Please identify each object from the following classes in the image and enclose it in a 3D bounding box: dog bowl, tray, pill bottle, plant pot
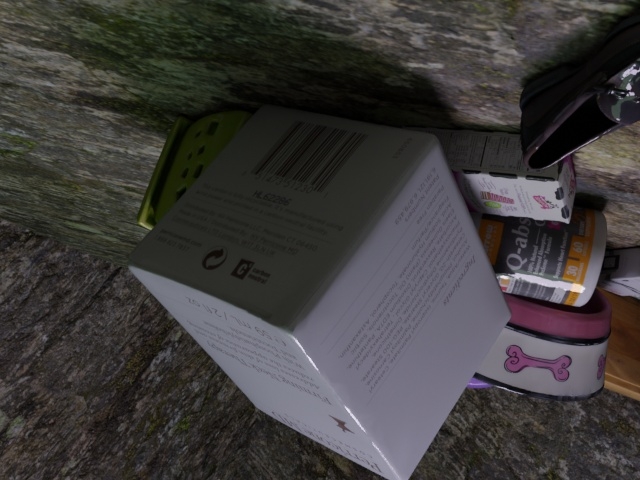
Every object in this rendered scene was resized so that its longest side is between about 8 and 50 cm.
[{"bbox_3d":[0.351,0.127,1.504,0.408,0.150,0.408,15,-163,-5],"label":"dog bowl"},{"bbox_3d":[0.652,0.222,1.796,0.411,0.202,0.076,23,165,-34],"label":"tray"},{"bbox_3d":[0.306,0.004,1.315,0.278,0.162,0.162,11,167,8],"label":"pill bottle"},{"bbox_3d":[-0.155,-0.077,1.337,0.207,0.227,0.228,12,170,41],"label":"plant pot"}]

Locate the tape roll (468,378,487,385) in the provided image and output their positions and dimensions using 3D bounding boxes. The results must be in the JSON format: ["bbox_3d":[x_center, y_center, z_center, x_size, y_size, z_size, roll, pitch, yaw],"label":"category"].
[{"bbox_3d":[0.346,0.188,1.807,0.275,0.274,0.090,11,167,13],"label":"tape roll"}]

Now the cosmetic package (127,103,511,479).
[{"bbox_3d":[0.018,0.070,1.161,0.329,0.327,0.393,17,150,42],"label":"cosmetic package"}]

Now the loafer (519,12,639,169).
[{"bbox_3d":[0.305,-0.144,0.825,0.109,0.095,0.302,17,167,-16],"label":"loafer"}]

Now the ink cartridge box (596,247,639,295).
[{"bbox_3d":[0.572,0.061,1.509,0.104,0.060,0.180,19,167,-23],"label":"ink cartridge box"}]

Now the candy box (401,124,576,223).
[{"bbox_3d":[0.238,-0.095,1.160,0.233,0.071,0.159,9,164,24],"label":"candy box"}]
